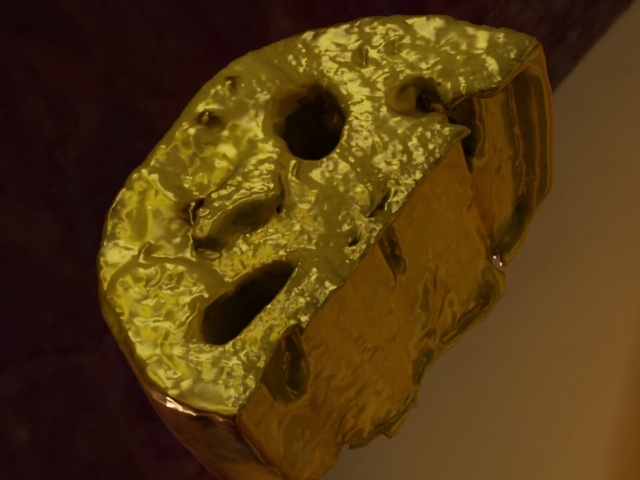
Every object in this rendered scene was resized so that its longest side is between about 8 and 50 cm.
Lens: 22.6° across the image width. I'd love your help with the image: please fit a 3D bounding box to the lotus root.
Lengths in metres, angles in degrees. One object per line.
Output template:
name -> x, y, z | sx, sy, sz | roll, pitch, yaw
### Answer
lotus root -> 0.000, 0.000, 0.719 | 0.138, 0.235, 0.119 | 34, -25, 26
